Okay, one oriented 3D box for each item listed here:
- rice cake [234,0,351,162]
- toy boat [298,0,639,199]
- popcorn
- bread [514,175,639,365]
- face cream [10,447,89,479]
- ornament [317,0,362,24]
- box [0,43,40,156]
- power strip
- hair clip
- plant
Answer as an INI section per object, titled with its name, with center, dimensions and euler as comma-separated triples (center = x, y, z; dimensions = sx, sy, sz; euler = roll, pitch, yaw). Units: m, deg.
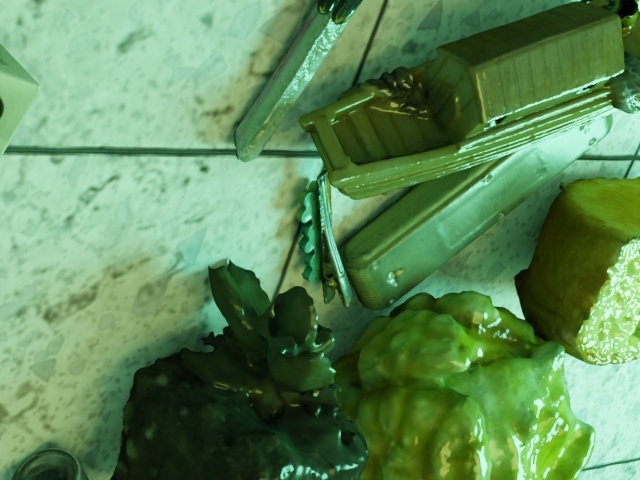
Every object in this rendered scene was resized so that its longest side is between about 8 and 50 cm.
[rice cake]
center = -0.021, -0.163, 1.538
dimensions = 0.033, 0.033, 0.207
euler = 22, 106, -48
[toy boat]
center = 0.178, -0.145, 1.630
dimensions = 0.445, 0.136, 0.162
euler = -21, 167, -24
[popcorn]
center = 0.153, 0.214, 1.816
dimensions = 0.274, 0.279, 0.335
euler = -13, 123, 21
[bread]
center = 0.345, 0.022, 1.919
dimensions = 0.340, 0.179, 0.194
euler = -9, 123, -43
[face cream]
center = -0.246, 0.305, 1.680
dimensions = 0.075, 0.075, 0.229
euler = -34, 140, -17
[ornament]
center = -0.012, -0.306, 1.391
dimensions = 0.236, 0.080, 0.202
euler = 17, 105, -46
[box]
center = -0.341, -0.151, 1.143
dimensions = 0.256, 0.164, 0.069
euler = 16, 112, -49
[power strip]
center = 0.182, -0.071, 1.785
dimensions = 0.387, 0.066, 0.092
euler = -37, 138, -11
[hair clip]
center = -0.001, 0.000, 1.684
dimensions = 0.049, 0.049, 0.173
euler = -29, 132, -23
[plant]
center = -0.070, 0.179, 1.628
dimensions = 0.213, 0.215, 0.312
euler = 8, 110, -55
